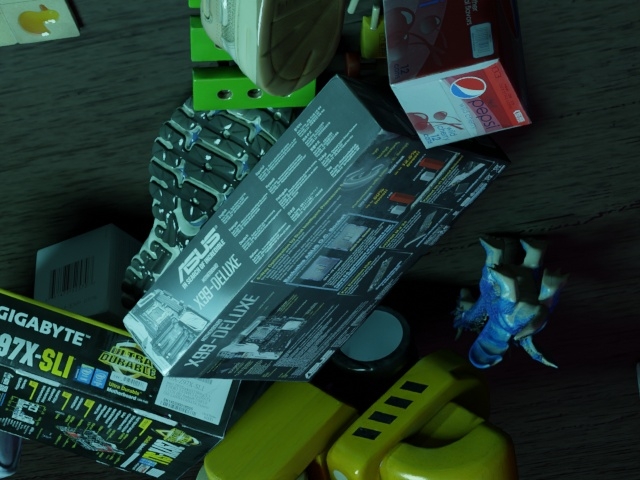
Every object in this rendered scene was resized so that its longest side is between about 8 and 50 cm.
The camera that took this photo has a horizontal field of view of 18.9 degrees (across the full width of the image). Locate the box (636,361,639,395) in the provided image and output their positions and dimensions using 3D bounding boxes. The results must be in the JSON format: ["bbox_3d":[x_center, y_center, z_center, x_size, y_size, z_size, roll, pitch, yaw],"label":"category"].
[{"bbox_3d":[0.424,0.201,2.259,0.087,0.102,0.101,-8,149,13],"label":"box"}]

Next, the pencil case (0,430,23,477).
[{"bbox_3d":[-0.487,0.240,2.261,0.273,0.113,0.124,-13,138,17],"label":"pencil case"}]

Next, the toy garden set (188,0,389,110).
[{"bbox_3d":[-0.010,-0.208,1.613,0.204,0.049,0.244,-3,145,-5],"label":"toy garden set"}]

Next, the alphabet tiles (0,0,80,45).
[{"bbox_3d":[-0.343,-0.242,1.573,0.343,0.011,0.285,-6,148,7],"label":"alphabet tiles"}]

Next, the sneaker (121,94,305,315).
[{"bbox_3d":[-0.085,-0.040,1.831,0.147,0.130,0.330,-34,157,-46],"label":"sneaker"}]

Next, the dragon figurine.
[{"bbox_3d":[0.199,0.087,1.965,0.085,0.289,0.144,1,111,-9],"label":"dragon figurine"}]

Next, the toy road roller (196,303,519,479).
[{"bbox_3d":[0.057,0.246,1.984,0.241,0.329,0.202,29,149,34],"label":"toy road roller"}]

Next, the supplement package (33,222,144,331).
[{"bbox_3d":[-0.204,0.076,2.012,0.105,0.105,0.179,-20,145,29],"label":"supplement package"}]

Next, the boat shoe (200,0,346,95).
[{"bbox_3d":[-0.038,-0.272,1.410,0.122,0.110,0.341,-22,136,-38],"label":"boat shoe"}]

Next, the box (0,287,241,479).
[{"bbox_3d":[-0.236,0.154,1.940,0.257,0.079,0.322,17,162,-8],"label":"box"}]

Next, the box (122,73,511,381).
[{"bbox_3d":[0.000,0.000,1.740,0.307,0.076,0.242,-48,153,20],"label":"box"}]

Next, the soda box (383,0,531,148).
[{"bbox_3d":[0.094,-0.204,1.415,0.083,0.263,0.092,-13,148,17],"label":"soda box"}]

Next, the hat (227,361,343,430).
[{"bbox_3d":[-0.036,0.213,2.174,0.134,0.331,0.331,29,165,33],"label":"hat"}]
